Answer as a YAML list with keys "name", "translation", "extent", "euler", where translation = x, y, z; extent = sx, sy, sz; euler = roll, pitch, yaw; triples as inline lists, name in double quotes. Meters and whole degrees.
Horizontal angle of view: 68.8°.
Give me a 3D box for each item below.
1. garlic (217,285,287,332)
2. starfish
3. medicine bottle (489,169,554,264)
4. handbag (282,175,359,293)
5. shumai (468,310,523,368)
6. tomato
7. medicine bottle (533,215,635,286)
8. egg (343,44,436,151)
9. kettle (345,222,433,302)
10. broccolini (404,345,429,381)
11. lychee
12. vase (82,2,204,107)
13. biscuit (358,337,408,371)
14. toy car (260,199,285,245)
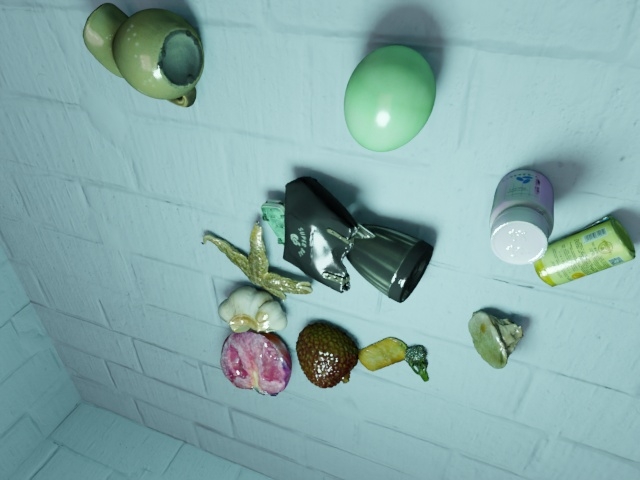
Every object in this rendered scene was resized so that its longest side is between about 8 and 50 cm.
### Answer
- name: "garlic"
  translation: [-0.273, 0.275, 1.897]
  extent: [0.281, 0.203, 0.184]
  euler: [-5, 88, 13]
- name: "starfish"
  translation: [-0.236, 0.085, 1.769]
  extent: [0.432, 0.082, 0.324]
  euler: [45, 144, -9]
- name: "medicine bottle"
  translation: [0.509, -0.063, 1.185]
  extent: [0.152, 0.254, 0.152]
  euler: [14, 129, 18]
- name: "handbag"
  translation: [0.000, 0.000, 1.481]
  extent: [0.288, 0.152, 0.342]
  euler: [35, 134, 39]
- name: "shumai"
  translation: [0.582, 0.311, 1.532]
  extent: [0.120, 0.201, 0.201]
  euler: [-16, 125, -12]
- name: "tomato"
  translation: [-0.261, 0.509, 2.070]
  extent: [0.335, 0.176, 0.289]
  euler: [3, 105, 20]
- name: "medicine bottle"
  translation: [0.698, 0.039, 1.261]
  extent: [0.124, 0.124, 0.239]
  euler: [47, 132, -12]
- name: "egg"
  translation: [0.169, -0.347, 1.166]
  extent: [0.220, 0.220, 0.269]
  euler: [26, 144, 7]
- name: "kettle"
  translation: [0.197, 0.045, 1.497]
  extent: [0.271, 0.251, 0.207]
  euler: [30, 99, 22]
- name: "broccolini"
  translation: [0.374, 0.475, 1.803]
  extent: [0.068, 0.091, 0.202]
  euler: [51, 166, 47]
- name: "lychee"
  translation: [0.023, 0.449, 1.846]
  extent: [0.271, 0.236, 0.236]
  euler: [52, 133, 10]
- name: "vase"
  translation: [-0.492, -0.523, 1.392]
  extent: [0.302, 0.241, 0.329]
  euler: [21, 158, 27]
- name: "biscuit"
  translation: [0.247, 0.453, 1.861]
  extent: [0.118, 0.029, 0.247]
  euler: [50, 131, -6]
- name: "toy car"
  translation: [-0.126, -0.058, 1.629]
  extent: [0.090, 0.076, 0.224]
  euler: [5, 146, 26]
